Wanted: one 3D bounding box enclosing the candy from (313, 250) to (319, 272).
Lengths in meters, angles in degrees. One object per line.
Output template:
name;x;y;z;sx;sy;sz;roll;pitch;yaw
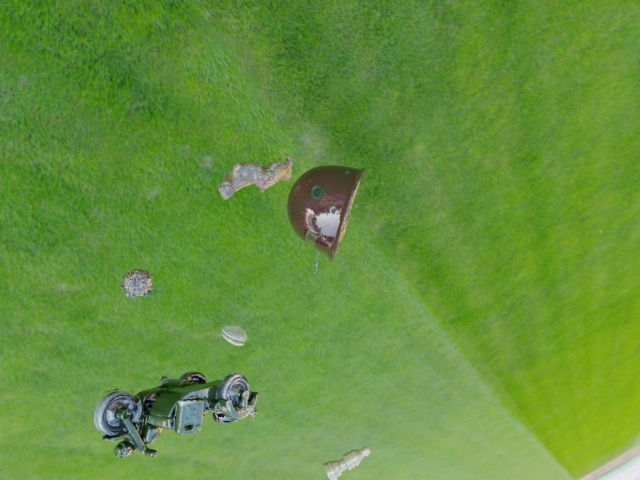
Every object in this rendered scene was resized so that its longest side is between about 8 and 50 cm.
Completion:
candy;0.000;0.000;1.116;0.055;0.185;0.049;9;169;4

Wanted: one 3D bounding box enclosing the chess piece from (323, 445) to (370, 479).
chess piece;0.053;0.423;0.770;0.092;0.035;0.035;-26;137;-10

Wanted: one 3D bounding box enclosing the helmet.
helmet;0.001;-0.054;0.651;0.175;0.106;0.155;79;31;-75

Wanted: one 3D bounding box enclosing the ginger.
ginger;-0.218;-0.215;1.360;0.290;0.084;0.122;-21;148;-33

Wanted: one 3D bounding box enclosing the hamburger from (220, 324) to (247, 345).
hamburger;-0.320;0.363;1.513;0.054;0.084;0.121;-53;156;-4

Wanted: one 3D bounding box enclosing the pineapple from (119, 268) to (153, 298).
pineapple;-0.573;0.138;1.267;0.103;0.083;0.221;6;166;-27

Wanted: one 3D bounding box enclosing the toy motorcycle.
toy motorcycle;-0.263;0.330;0.776;0.205;0.127;0.275;-8;174;33
